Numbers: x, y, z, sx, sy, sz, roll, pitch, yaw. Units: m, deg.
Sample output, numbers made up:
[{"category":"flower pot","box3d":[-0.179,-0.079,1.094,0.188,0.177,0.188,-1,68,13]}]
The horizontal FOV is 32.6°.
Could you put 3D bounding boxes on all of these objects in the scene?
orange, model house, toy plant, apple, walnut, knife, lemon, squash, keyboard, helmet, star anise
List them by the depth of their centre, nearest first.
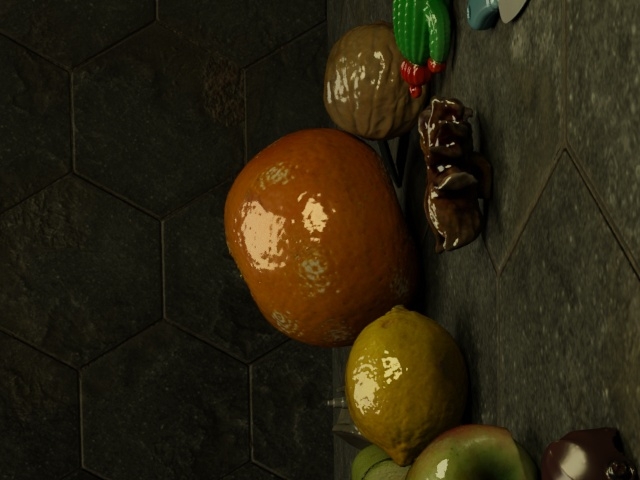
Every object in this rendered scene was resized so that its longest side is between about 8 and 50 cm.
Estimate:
[{"category":"helmet","box3d":[0.244,0.230,1.011,0.123,0.071,0.098,-96,7,-50]},{"category":"apple","box3d":[0.178,0.326,1.309,0.188,0.174,0.207,106,178,-65]},{"category":"knife","box3d":[0.229,-0.297,1.355,0.244,0.032,0.058,-161,72,-80]},{"category":"star anise","box3d":[0.187,-0.088,1.500,0.214,0.099,0.219,-47,-47,-77]},{"category":"lemon","box3d":[0.128,0.215,1.656,0.188,0.188,0.256,100,170,-65]},{"category":"toy plant","box3d":[0.163,-0.341,1.726,0.155,0.088,0.240,-154,55,-68]},{"category":"walnut","box3d":[0.098,-0.283,1.927,0.213,0.213,0.213,179,90,-85]},{"category":"orange","box3d":[0.000,0.000,2.009,0.424,0.326,0.423,-19,-90,-85]},{"category":"squash","box3d":[0.126,0.451,2.087,0.247,0.133,0.132,-153,62,-86]},{"category":"keyboard","box3d":[0.095,-0.253,2.126,0.381,0.041,0.103,58,-174,-47]},{"category":"model house","box3d":[0.106,0.366,2.386,0.229,0.122,0.188,156,127,-69]}]

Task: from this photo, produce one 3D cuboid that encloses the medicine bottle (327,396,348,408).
[{"category":"medicine bottle","box3d":[0.110,0.264,1.795,0.057,0.199,0.057,179,90,-86]}]
